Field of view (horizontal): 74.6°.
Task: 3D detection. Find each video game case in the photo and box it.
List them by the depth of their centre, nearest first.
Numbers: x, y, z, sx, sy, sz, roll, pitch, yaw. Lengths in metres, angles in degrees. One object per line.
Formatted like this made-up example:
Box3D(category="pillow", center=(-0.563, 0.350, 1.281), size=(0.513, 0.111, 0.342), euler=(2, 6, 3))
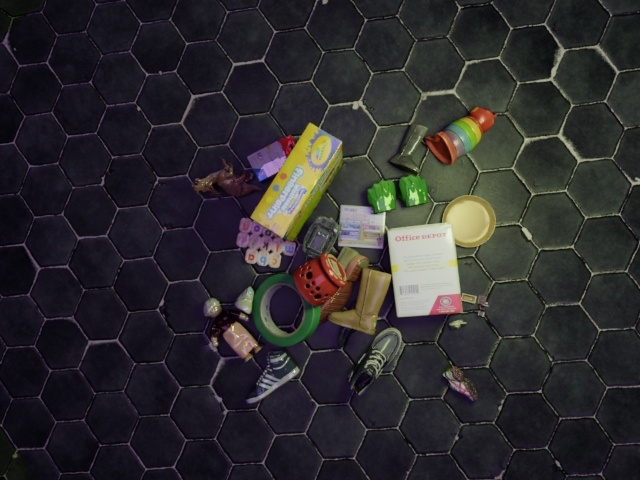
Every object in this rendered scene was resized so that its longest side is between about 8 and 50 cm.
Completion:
Box3D(category="video game case", center=(0.192, -0.063, 1.958), size=(0.212, 0.023, 0.194), euler=(4, 90, 4))

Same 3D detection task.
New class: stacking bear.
Box3D(category="stacking bear", center=(0.642, -0.482, 1.865), size=(0.289, 0.175, 0.164), euler=(-38, 101, -5))

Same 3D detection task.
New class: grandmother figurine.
Box3D(category="grandmother figurine", center=(-0.431, 0.414, 1.972), size=(0.207, 0.104, 0.342), euler=(-39, 83, -24))

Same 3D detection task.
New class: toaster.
Box3D(category="toaster", center=(0.000, 0.000, 1.911), size=(0.129, 0.146, 0.227), euler=(26, 91, 5))

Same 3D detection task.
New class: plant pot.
Box3D(category="plant pot", center=(0.007, 0.160, 1.790), size=(0.174, 0.191, 0.191), euler=(-33, 87, 17))
Box3D(category="plant pot", center=(0.673, -0.087, 1.916), size=(0.236, 0.032, 0.237), euler=(0, 89, 4))

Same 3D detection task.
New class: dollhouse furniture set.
Box3D(category="dollhouse furniture set", center=(0.692, 0.289, 1.886), size=(0.114, 0.081, 0.091), euler=(13, 90, 5))

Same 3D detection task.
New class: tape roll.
Box3D(category="tape roll", center=(-0.157, 0.312, 1.901), size=(0.321, 0.077, 0.322), euler=(-2, 86, 26))

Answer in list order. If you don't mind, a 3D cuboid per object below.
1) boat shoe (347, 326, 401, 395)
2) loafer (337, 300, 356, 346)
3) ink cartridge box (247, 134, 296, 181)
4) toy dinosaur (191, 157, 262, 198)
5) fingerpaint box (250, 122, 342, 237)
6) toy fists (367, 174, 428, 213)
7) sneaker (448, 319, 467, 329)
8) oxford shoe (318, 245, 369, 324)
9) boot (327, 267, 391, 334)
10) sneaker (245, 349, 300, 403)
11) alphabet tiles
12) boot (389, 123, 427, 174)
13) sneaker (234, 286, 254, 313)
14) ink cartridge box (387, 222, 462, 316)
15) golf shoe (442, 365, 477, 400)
Box3D(category="boat shoe", center=(0.249, 0.547, 1.880), size=(0.127, 0.158, 0.341), euler=(36, 93, 4))
Box3D(category="loafer", center=(0.143, 0.391, 1.931), size=(0.078, 0.076, 0.223), euler=(23, 88, 13))
Box3D(category="ink cartridge box", center=(-0.207, -0.379, 1.965), size=(0.231, 0.078, 0.134), euler=(-26, 88, 4))
Box3D(category="toy dinosaur", center=(-0.426, -0.259, 1.966), size=(0.295, 0.127, 0.200), euler=(23, 99, -8))
Box3D(category="fingerpaint box", center=(-0.087, -0.226, 1.798), size=(0.163, 0.371, 0.445), euler=(32, 90, 4))
Box3D(category="toy fists", center=(0.350, -0.214, 1.908), size=(0.279, 0.096, 0.142), euler=(-11, 88, 1))
Box3D(category="sneaker", center=(0.628, 0.386, 1.920), size=(0.083, 0.031, 0.035), euler=(-8, 102, 9))
Box3D(category="oxford shoe", center=(0.065, 0.211, 1.934), size=(0.146, 0.140, 0.397), euler=(40, 99, 36))
Box3D(category="boot", center=(0.171, 0.253, 1.850), size=(0.236, 0.089, 0.270), euler=(13, 88, 18))
Box3D(category="sneaker", center=(-0.251, 0.622, 1.948), size=(0.282, 0.099, 0.153), euler=(-33, 92, -3))
Box3D(category="alphabet tiles", center=(-0.251, -0.018, 1.993), size=(0.284, 0.021, 0.278), euler=(10, 88, 4))
Box3D(category="boot", center=(0.422, -0.413, 1.889), size=(0.208, 0.076, 0.189), euler=(-53, 49, 0))
Box3D(category="sneaker", center=(-0.335, 0.261, 1.904), size=(0.080, 0.212, 0.094), euler=(33, 92, -17))
Box3D(category="ink cartridge box", center=(0.456, 0.126, 1.855), size=(0.279, 0.160, 0.385), euler=(-6, 90, 12))
Box3D(category="golf shoe", center=(0.634, 0.654, 1.904), size=(0.186, 0.067, 0.086), euler=(50, 125, -1))
